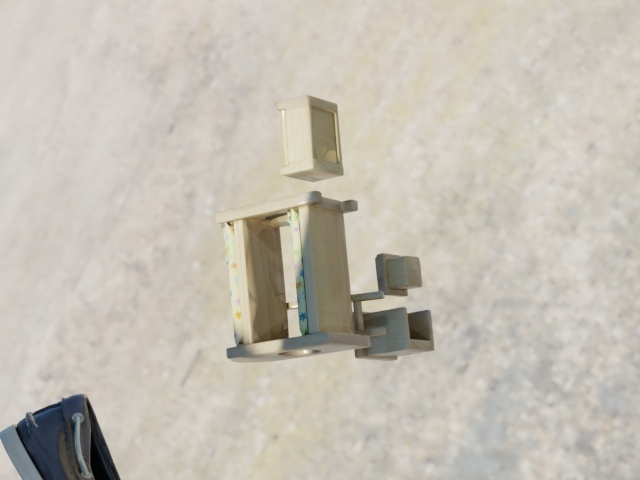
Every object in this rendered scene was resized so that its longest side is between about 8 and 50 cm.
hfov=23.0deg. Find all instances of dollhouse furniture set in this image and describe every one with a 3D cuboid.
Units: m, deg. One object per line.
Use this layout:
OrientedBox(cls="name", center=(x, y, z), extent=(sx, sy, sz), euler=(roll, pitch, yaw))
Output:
OrientedBox(cls="dollhouse furniture set", center=(0.000, 0.000, 1.207), extent=(0.101, 0.161, 0.182), euler=(-11, 78, 32))

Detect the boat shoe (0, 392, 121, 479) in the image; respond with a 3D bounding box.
OrientedBox(cls="boat shoe", center=(-0.121, 0.186, 0.976), extent=(0.065, 0.206, 0.075), euler=(-34, -14, -9))
